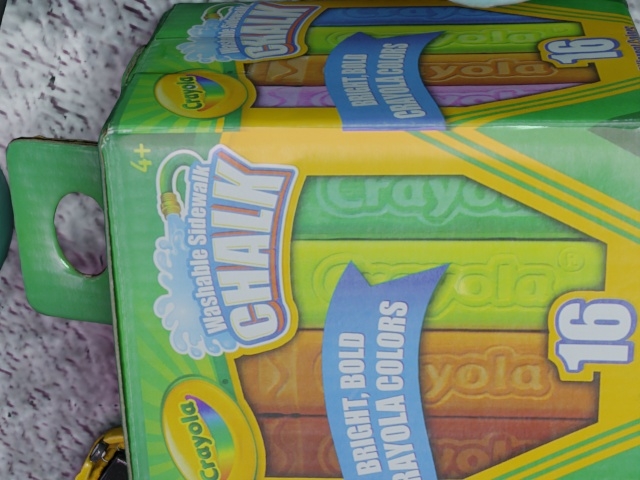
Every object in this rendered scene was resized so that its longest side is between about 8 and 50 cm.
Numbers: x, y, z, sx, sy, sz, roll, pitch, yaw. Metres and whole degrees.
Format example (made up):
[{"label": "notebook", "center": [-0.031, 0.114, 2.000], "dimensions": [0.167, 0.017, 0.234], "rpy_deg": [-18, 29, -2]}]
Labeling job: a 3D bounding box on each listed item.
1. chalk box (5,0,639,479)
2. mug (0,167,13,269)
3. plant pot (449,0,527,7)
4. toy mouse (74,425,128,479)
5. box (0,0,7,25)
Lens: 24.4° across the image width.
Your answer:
[{"label": "chalk box", "center": [0.000, 0.000, 0.663], "dimensions": [0.289, 0.179, 0.180], "rpy_deg": [-1, 115, 4]}, {"label": "mug", "center": [-0.238, 0.006, 0.726], "dimensions": [0.158, 0.097, 0.129], "rpy_deg": [-16, 114, 10]}, {"label": "plant pot", "center": [0.084, -0.253, 0.511], "dimensions": [0.290, 0.290, 0.195], "rpy_deg": [-46, 70, 21]}, {"label": "toy mouse", "center": [-0.070, 0.157, 0.823], "dimensions": [0.143, 0.031, 0.161], "rpy_deg": [28, 114, -9]}, {"label": "box", "center": [-0.188, -0.213, 0.587], "dimensions": [0.169, 0.087, 0.290], "rpy_deg": [31, 117, 24]}]
